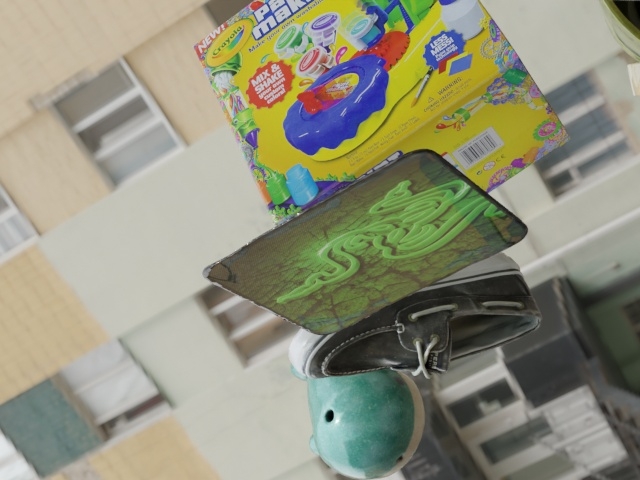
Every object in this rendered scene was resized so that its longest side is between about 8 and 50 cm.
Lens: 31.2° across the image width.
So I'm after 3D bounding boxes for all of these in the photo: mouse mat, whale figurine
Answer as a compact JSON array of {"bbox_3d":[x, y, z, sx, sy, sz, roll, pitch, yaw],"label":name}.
[{"bbox_3d":[0.032,0.009,0.791,0.152,0.189,0.007,31,-142,-47],"label":"mouse mat"},{"bbox_3d":[0.032,0.237,1.737,0.141,0.216,0.272,14,-153,-47],"label":"whale figurine"}]

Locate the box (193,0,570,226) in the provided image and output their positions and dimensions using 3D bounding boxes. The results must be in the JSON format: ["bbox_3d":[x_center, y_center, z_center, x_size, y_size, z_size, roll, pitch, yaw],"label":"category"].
[{"bbox_3d":[0.060,-0.162,1.243,0.177,0.290,0.279,39,-160,-53],"label":"box"}]

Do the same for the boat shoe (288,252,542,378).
[{"bbox_3d":[0.128,0.108,1.414,0.119,0.335,0.121,55,155,36],"label":"boat shoe"}]

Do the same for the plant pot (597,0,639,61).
[{"bbox_3d":[0.528,-0.377,1.572,0.366,0.366,0.353,63,-175,6],"label":"plant pot"}]

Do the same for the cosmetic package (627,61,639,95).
[{"bbox_3d":[0.565,-0.282,1.979,0.115,0.041,0.060,-49,-54,-83],"label":"cosmetic package"}]
